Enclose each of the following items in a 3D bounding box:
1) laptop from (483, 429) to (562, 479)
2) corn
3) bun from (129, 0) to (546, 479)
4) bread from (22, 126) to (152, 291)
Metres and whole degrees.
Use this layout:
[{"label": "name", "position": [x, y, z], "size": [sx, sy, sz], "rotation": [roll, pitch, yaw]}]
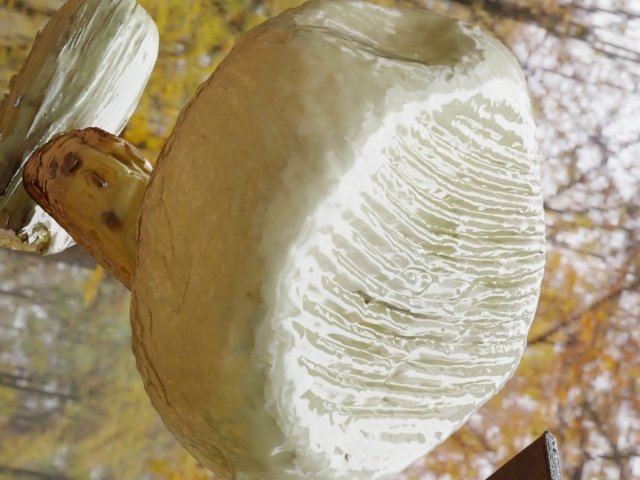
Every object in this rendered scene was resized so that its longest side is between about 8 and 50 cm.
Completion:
[{"label": "laptop", "position": [0.246, 0.360, 1.988], "size": [0.207, 0.026, 0.154], "rotation": [-47, -146, 40]}, {"label": "corn", "position": [-0.252, -0.116, 1.498], "size": [0.123, 0.122, 0.305], "rotation": [102, 7, -61]}, {"label": "bun", "position": [0.000, 0.000, 1.070], "size": [0.227, 0.349, 0.352], "rotation": [18, -92, 37]}, {"label": "bread", "position": [-0.143, -0.005, 1.316], "size": [0.099, 0.235, 0.210], "rotation": [-47, -162, -9]}]
